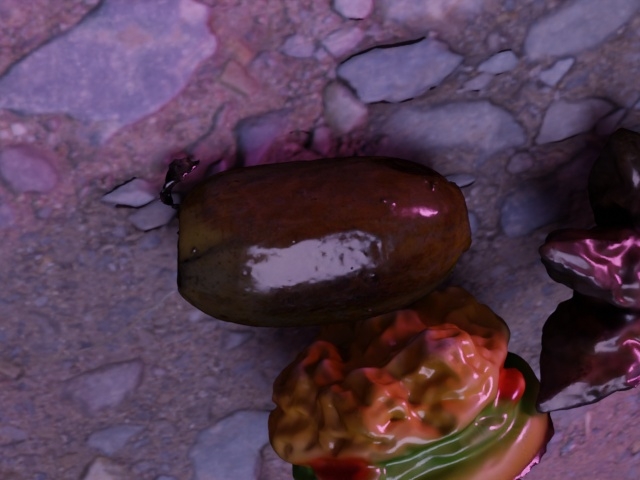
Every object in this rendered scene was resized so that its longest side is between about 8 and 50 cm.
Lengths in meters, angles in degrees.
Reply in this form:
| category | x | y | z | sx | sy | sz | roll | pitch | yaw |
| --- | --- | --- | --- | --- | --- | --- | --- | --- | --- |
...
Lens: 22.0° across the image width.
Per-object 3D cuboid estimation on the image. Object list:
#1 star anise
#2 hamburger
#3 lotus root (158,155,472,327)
| category | x | y | z | sx | sy | sz | roll | pitch | yaw |
| --- | --- | --- | --- | --- | --- | --- | --- | --- | --- |
| star anise | 0.275 | 0.038 | 1.332 | 0.315 | 0.108 | 0.315 | -15 | 112 | -40 |
| hamburger | 0.061 | 0.126 | 1.329 | 0.237 | 0.237 | 0.149 | -27 | 109 | 7 |
| lotus root | 0.000 | 0.000 | 1.254 | 0.241 | 0.123 | 0.124 | -5 | 140 | -10 |
